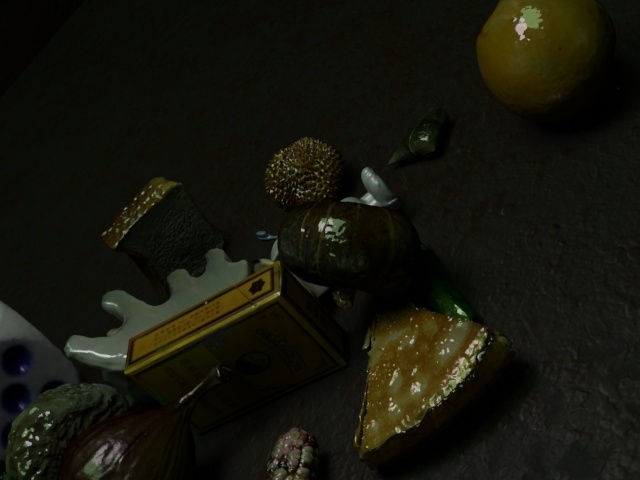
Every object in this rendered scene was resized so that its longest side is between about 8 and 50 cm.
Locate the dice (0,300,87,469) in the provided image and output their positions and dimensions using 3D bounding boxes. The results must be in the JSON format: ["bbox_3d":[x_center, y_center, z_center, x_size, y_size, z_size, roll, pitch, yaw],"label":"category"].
[{"bbox_3d":[-0.618,0.270,1.942,0.243,0.251,0.259,-47,32,-17],"label":"dice"}]

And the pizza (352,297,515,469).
[{"bbox_3d":[0.120,0.204,1.447,0.251,0.074,0.287,-51,27,-11],"label":"pizza"}]

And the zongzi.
[{"bbox_3d":[0.177,-0.187,1.861,0.113,0.052,0.104,-25,27,45],"label":"zongzi"}]

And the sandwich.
[{"bbox_3d":[-0.296,-0.001,1.966,0.186,0.215,0.065,-47,44,-14],"label":"sandwich"}]

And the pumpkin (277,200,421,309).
[{"bbox_3d":[0.051,0.025,1.537,0.219,0.219,0.163,3,80,46],"label":"pumpkin"}]

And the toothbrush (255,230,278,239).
[{"bbox_3d":[-0.051,-0.010,1.910,0.193,0.019,0.013,0,51,43],"label":"toothbrush"}]

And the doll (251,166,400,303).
[{"bbox_3d":[0.009,0.002,1.724,0.271,0.144,0.208,-35,24,18],"label":"doll"}]

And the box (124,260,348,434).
[{"bbox_3d":[-0.132,0.177,1.622,0.301,0.193,0.084,-28,37,20],"label":"box"}]

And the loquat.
[{"bbox_3d":[0.372,-0.302,1.644,0.243,0.244,0.244,-26,36,22],"label":"loquat"}]

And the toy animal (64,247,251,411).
[{"bbox_3d":[-0.253,0.167,1.823,0.266,0.188,0.308,3,38,20],"label":"toy animal"}]

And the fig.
[{"bbox_3d":[-0.243,0.319,1.565,0.321,0.217,0.217,-46,34,-8],"label":"fig"}]

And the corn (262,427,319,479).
[{"bbox_3d":[-0.057,0.390,1.411,0.092,0.092,0.281,-19,35,30],"label":"corn"}]

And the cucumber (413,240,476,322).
[{"bbox_3d":[0.173,0.062,1.573,0.056,0.056,0.250,-37,35,7],"label":"cucumber"}]

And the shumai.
[{"bbox_3d":[-0.447,0.356,1.710,0.221,0.225,0.261,-2,66,43],"label":"shumai"}]

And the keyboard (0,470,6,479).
[{"bbox_3d":[-0.560,0.469,1.881,0.250,0.017,0.087,4,53,47],"label":"keyboard"}]

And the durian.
[{"bbox_3d":[-0.029,-0.118,1.911,0.158,0.137,0.168,3,60,21],"label":"durian"}]
